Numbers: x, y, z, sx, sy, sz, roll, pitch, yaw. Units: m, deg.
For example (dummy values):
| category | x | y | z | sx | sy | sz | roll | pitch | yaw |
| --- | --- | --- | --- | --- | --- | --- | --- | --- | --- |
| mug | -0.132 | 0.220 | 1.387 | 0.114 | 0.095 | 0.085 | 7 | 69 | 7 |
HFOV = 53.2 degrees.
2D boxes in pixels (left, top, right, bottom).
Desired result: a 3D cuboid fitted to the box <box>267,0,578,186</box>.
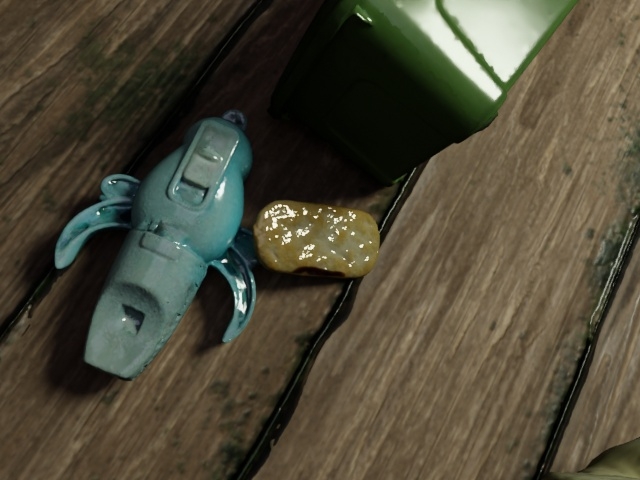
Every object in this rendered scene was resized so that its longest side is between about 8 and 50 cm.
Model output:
| category | x | y | z | sx | sy | sz | roll | pitch | yaw |
| --- | --- | --- | --- | --- | --- | --- | --- | --- | --- |
| box | 0.123 | -0.220 | 0.622 | 0.178 | 0.253 | 0.329 | 40 | 71 | -5 |

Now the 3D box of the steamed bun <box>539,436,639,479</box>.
| category | x | y | z | sx | sy | sz | roll | pitch | yaw |
| --- | --- | --- | --- | --- | --- | --- | --- | --- | --- |
| steamed bun | 0.246 | 0.303 | 0.454 | 0.247 | 0.339 | 0.352 | 1 | 72 | 30 |

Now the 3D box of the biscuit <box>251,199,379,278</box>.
| category | x | y | z | sx | sy | sz | roll | pitch | yaw |
| --- | --- | --- | --- | --- | --- | --- | --- | --- | --- |
| biscuit | 0.000 | 0.000 | 0.618 | 0.147 | 0.018 | 0.071 | 5 | 84 | -32 |

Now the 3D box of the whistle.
| category | x | y | z | sx | sy | sz | roll | pitch | yaw |
| --- | --- | --- | --- | --- | --- | --- | --- | --- | --- |
| whistle | -0.132 | -0.006 | 0.589 | 0.186 | 0.093 | 0.274 | 25 | 73 | -3 |
